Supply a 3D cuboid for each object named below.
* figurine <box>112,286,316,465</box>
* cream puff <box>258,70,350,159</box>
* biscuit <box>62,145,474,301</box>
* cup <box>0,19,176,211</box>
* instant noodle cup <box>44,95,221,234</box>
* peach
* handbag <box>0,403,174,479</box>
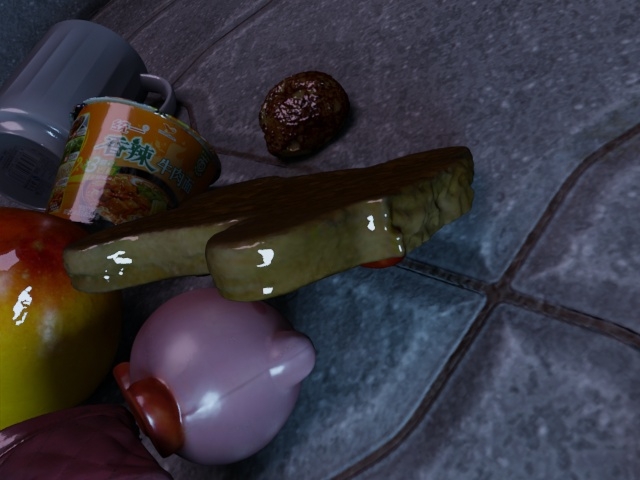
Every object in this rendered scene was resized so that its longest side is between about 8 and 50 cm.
[{"bbox_3d":[-0.098,0.125,0.631,0.173,0.173,0.173,-23,40,21],"label":"figurine"},{"bbox_3d":[-0.031,-0.188,0.962,0.149,0.084,0.149,-25,38,21],"label":"cream puff"},{"bbox_3d":[-0.050,-0.011,0.685,0.394,0.076,0.368,-5,15,34],"label":"biscuit"},{"bbox_3d":[-0.454,-0.231,1.274,0.322,0.237,0.327,6,49,6],"label":"cup"},{"bbox_3d":[-0.278,-0.062,0.946,0.230,0.230,0.182,-4,59,37],"label":"instant noodle cup"},{"bbox_3d":[-0.381,0.090,0.801,0.308,0.289,0.289,-51,36,10],"label":"peach"},{"bbox_3d":[-0.197,0.254,0.540,0.146,0.225,0.135,-9,21,-34],"label":"handbag"}]
